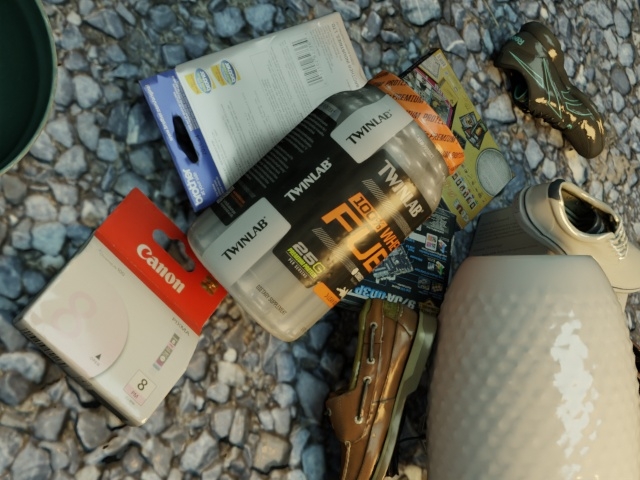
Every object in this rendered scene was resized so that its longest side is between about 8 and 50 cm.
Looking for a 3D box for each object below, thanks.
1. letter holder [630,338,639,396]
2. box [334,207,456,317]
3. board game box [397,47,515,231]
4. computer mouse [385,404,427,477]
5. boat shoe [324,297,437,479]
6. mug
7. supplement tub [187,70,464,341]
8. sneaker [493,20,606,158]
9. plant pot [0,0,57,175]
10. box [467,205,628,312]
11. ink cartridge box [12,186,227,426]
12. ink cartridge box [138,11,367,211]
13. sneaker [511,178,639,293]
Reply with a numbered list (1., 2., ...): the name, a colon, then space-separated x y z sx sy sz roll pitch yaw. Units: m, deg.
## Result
1. letter holder: 0.537 0.296 1.455 0.302 0.214 0.152 45 59 -19
2. box: 0.086 0.019 1.266 0.220 0.051 0.175 17 74 -30
3. board game box: 0.190 -0.155 1.411 0.165 0.042 0.243 -41 104 -33
4. computer mouse: 0.168 0.283 1.309 0.193 0.042 0.106 4 79 -31
5. boat shoe: 0.055 0.227 1.198 0.104 0.111 0.307 19 85 -2
6. mug: 0.296 0.185 1.231 0.374 0.276 0.328 3 86 -65
7. supplement tub: 0.010 -0.046 1.100 0.316 0.193 0.193 -44 108 0
8. sneaker: 0.391 -0.240 1.553 0.106 0.101 0.267 -39 105 -11
9. plant pot: -0.433 -0.159 0.886 0.293 0.196 0.293 8 75 -33
10. box: 0.355 0.033 1.402 0.181 0.182 0.119 32 66 -25
11. ink cartridge box: -0.218 0.072 1.077 0.189 0.066 0.232 47 63 -18
12. ink cartridge box: -0.074 -0.171 1.202 0.311 0.065 0.186 -25 95 -28
13. sneaker: 0.385 0.000 1.262 0.258 0.091 0.094 28 67 -24
